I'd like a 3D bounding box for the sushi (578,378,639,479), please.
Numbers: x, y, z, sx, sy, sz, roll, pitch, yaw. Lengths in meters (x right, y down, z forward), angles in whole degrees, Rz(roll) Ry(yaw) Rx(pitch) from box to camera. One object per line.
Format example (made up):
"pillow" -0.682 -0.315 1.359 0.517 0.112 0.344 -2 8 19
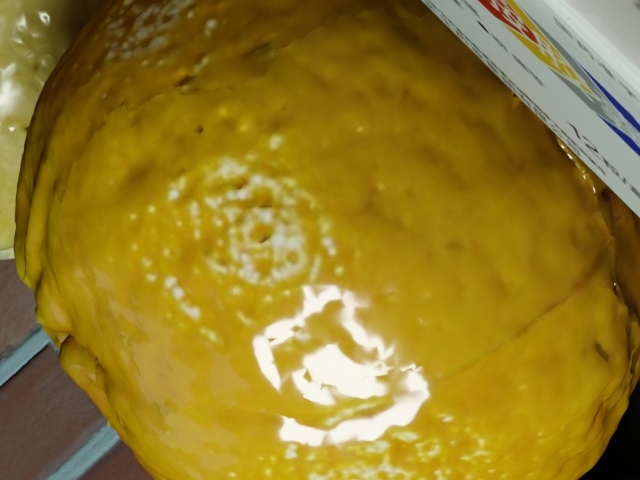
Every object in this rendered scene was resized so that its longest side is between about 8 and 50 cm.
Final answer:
"sushi" 0.231 0.093 1.048 0.296 0.100 0.373 8 -164 -13

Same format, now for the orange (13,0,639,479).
"orange" 0.000 0.000 0.918 0.340 0.293 0.340 157 90 -83

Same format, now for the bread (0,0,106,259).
"bread" -0.189 -0.220 1.044 0.394 0.361 0.250 53 -170 -50

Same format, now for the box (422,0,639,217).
"box" 0.087 -0.085 0.606 0.353 0.069 0.214 46 -179 21
